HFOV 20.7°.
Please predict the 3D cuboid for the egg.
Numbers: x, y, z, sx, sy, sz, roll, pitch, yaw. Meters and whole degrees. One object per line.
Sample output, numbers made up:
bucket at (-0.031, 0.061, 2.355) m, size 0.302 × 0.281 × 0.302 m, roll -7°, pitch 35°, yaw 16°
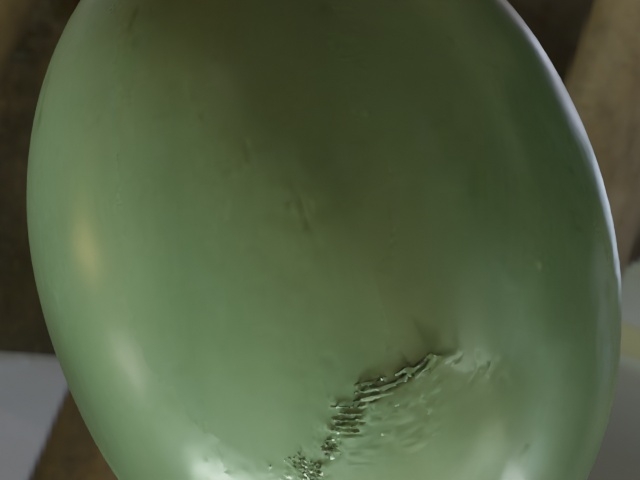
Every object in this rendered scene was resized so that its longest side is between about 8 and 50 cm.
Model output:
egg at (0.000, 0.000, 0.624) m, size 0.203 × 0.203 × 0.282 m, roll -3°, pitch -120°, yaw -22°
